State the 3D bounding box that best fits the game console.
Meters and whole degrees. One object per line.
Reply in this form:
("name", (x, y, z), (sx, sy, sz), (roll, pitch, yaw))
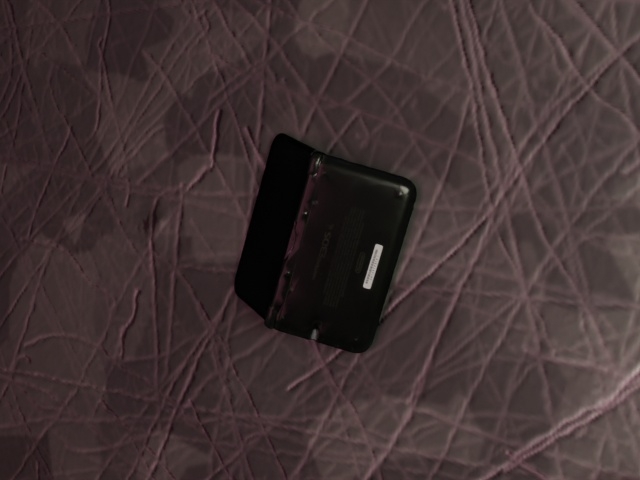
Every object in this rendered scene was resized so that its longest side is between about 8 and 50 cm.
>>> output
("game console", (0.000, 0.000, 0.730), (0.107, 0.071, 0.122), (16, 101, 3))
